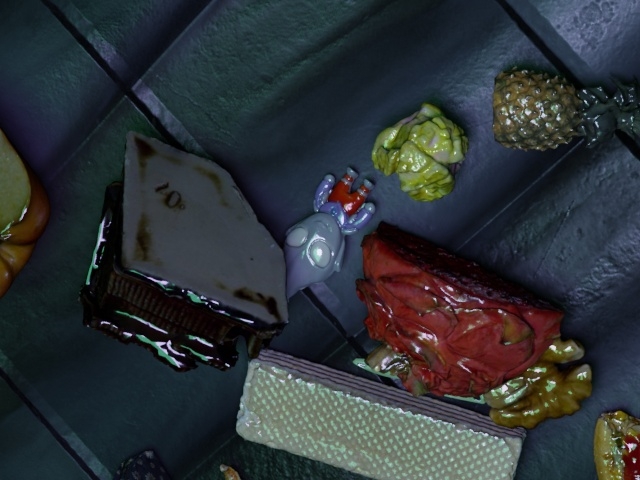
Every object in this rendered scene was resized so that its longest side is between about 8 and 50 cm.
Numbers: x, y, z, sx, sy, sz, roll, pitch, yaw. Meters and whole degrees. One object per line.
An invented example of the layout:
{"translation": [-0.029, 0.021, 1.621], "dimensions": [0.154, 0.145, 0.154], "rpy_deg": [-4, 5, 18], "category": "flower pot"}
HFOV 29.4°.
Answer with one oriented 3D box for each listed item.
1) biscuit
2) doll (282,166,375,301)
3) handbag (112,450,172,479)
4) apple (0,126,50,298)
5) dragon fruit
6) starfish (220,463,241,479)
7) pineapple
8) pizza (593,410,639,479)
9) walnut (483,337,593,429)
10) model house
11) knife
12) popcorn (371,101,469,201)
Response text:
{"translation": [0.084, 0.286, 1.817], "dimensions": [0.426, 0.078, 0.144], "rpy_deg": [17, 107, 12], "category": "biscuit"}
{"translation": [0.000, 0.000, 1.782], "dimensions": [0.102, 0.075, 0.227], "rpy_deg": [38, 98, 22], "category": "doll"}
{"translation": [-0.294, 0.412, 1.916], "dimensions": [0.072, 0.139, 0.115], "rpy_deg": [-27, 95, 27], "category": "handbag"}
{"translation": [-0.600, -0.058, 1.826], "dimensions": [0.365, 0.295, 0.329], "rpy_deg": [27, 134, 5], "category": "apple"}
{"translation": [0.149, 0.127, 1.690], "dimensions": [0.317, 0.152, 0.205], "rpy_deg": [25, 107, 23], "category": "dragon fruit"}
{"translation": [-0.012, 0.499, 1.889], "dimensions": [0.293, 0.084, 0.301], "rpy_deg": [1, 98, 16], "category": "starfish"}
{"translation": [0.356, -0.173, 1.633], "dimensions": [0.251, 0.125, 0.125], "rpy_deg": [5, 103, 9], "category": "pineapple"}
{"translation": [0.490, 0.318, 1.723], "dimensions": [0.199, 0.062, 0.188], "rpy_deg": [-17, 99, 17], "category": "pizza"}
{"translation": [0.305, 0.192, 1.741], "dimensions": [0.170, 0.069, 0.143], "rpy_deg": [-25, 91, 23], "category": "walnut"}
{"translation": [-0.202, 0.055, 1.803], "dimensions": [0.317, 0.297, 0.282], "rpy_deg": [21, 139, -5], "category": "model house"}
{"translation": [0.146, 0.210, 1.817], "dimensions": [0.207, 0.014, 0.030], "rpy_deg": [14, 104, 11], "category": "knife"}
{"translation": [0.144, -0.118, 1.678], "dimensions": [0.126, 0.145, 0.126], "rpy_deg": [-43, 81, 25], "category": "popcorn"}
